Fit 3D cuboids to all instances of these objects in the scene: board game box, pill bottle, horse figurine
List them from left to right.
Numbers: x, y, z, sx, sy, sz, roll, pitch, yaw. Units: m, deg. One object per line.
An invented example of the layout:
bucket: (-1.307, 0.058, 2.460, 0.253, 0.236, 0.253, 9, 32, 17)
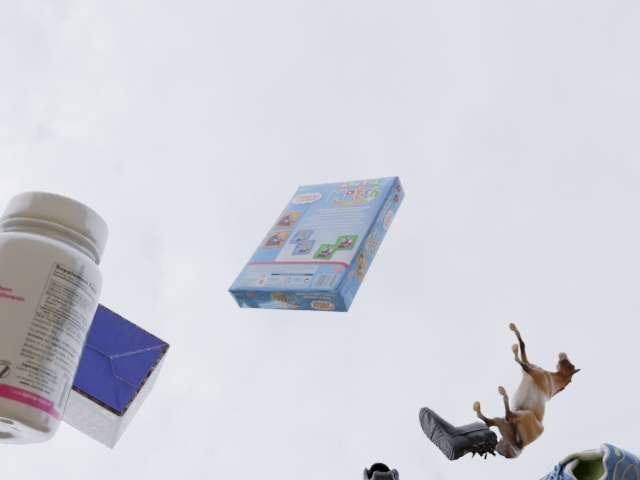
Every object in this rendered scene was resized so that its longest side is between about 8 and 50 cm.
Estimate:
pill bottle: (-0.367, 0.090, 0.745, 0.160, 0.160, 0.283, 13, -124, -11)
board game box: (-0.421, 0.229, 1.076, 0.232, 0.291, 0.141, 31, -125, -3)
board game box: (0.000, 0.000, 0.766, 0.039, 0.160, 0.211, 62, -138, -33)
horse figurine: (0.353, 0.274, 1.045, 0.174, 0.066, 0.263, 49, -124, -24)

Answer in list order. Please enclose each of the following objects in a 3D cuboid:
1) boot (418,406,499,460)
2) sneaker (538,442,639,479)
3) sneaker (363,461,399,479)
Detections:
boot: (0.239, 0.327, 1.036, 0.099, 0.121, 0.045, -2, -64, -26)
sneaker: (0.339, 0.332, 0.823, 0.081, 0.080, 0.211, 36, -58, -17)
sneaker: (0.097, 0.393, 0.965, 0.063, 0.170, 0.074, 2, -106, 3)
